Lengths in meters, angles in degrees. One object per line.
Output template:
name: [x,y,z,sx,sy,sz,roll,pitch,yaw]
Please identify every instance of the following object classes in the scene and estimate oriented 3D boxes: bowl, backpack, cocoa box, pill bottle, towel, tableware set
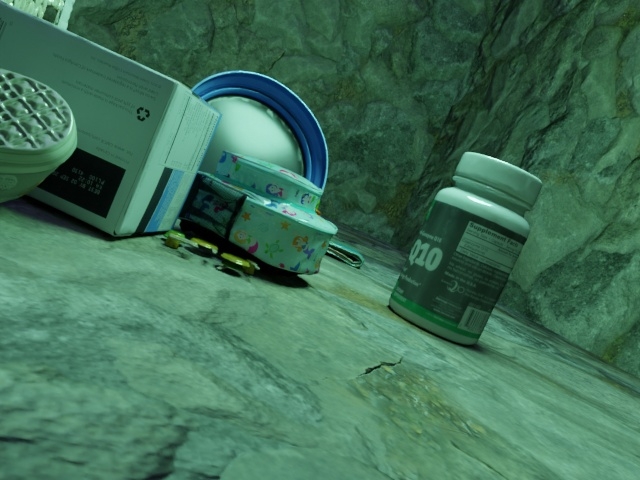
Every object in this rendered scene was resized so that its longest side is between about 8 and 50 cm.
bowl: [-0.167,-0.205,1.318,0.392,0.390,0.077,21,-20,-25]
backpack: [-0.096,-0.041,1.012,0.254,0.191,0.225,31,7,22]
cocoa box: [-0.369,-0.178,0.840,0.347,0.231,0.228,25,4,4]
pill bottle: [0.303,0.015,1.158,0.204,0.360,0.204,24,5,-2]
towel: [0.000,0.000,1.777,0.272,0.040,0.370,24,3,-4]
tableware set: [-0.173,0.022,0.874,0.154,0.024,0.104,21,3,-17]

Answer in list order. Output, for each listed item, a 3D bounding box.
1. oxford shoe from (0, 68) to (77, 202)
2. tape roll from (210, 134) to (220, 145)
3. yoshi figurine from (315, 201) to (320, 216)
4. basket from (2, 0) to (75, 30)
oxford shoe: [-0.487,-0.134,0.549,0.450,0.169,0.130,13,-35,-24]
tape roll: [-0.277,-0.202,1.441,0.169,0.246,0.246,22,6,-26]
yoshi figurine: [-0.115,-0.169,1.944,0.203,0.203,0.362,3,4,-20]
basket: [-0.835,-0.605,1.353,0.332,0.328,0.266,26,8,15]
